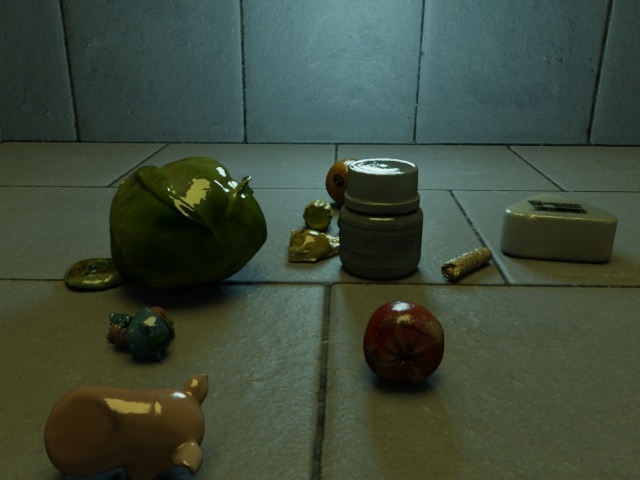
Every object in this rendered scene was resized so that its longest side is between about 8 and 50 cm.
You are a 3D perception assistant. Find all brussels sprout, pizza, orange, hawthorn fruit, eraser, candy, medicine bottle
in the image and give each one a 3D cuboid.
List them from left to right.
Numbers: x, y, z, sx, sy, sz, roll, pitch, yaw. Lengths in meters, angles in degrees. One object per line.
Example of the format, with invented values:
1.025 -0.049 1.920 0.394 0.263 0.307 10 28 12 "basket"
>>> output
-0.362 -0.041 1.594 0.424 0.343 0.361 -14 15 -7 "brussels sprout"
-0.006 0.002 1.869 0.203 0.081 0.188 4 21 5 "pizza"
-0.004 -0.101 2.135 0.106 0.094 0.199 1 13 5 "candy"
0.120 -0.226 2.332 0.205 0.206 0.206 0 20 0 "orange"
0.176 -0.068 1.729 0.244 0.307 0.245 1 20 0 "medicine bottle"
0.169 0.203 1.211 0.172 0.173 0.173 0 20 0 "hawthorn fruit"
0.714 -0.039 1.887 0.330 0.150 0.331 -2 21 1 "eraser"

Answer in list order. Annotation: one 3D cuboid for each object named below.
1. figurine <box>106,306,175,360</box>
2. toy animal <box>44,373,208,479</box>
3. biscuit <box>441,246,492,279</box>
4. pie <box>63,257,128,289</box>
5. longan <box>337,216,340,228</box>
-0.395 0.192 1.328 0.178 0.114 0.144 3 17 33 "figurine"
-0.307 0.298 0.949 0.249 0.154 0.167 -1 63 -6 "toy animal"
0.433 0.064 1.739 0.219 0.055 0.061 -18 37 -40 "biscuit"
-0.628 0.090 1.680 0.186 0.041 0.187 1 21 0 "pie"
0.095 -0.057 2.056 0.075 0.075 0.083 -4 62 -12 "longan"
